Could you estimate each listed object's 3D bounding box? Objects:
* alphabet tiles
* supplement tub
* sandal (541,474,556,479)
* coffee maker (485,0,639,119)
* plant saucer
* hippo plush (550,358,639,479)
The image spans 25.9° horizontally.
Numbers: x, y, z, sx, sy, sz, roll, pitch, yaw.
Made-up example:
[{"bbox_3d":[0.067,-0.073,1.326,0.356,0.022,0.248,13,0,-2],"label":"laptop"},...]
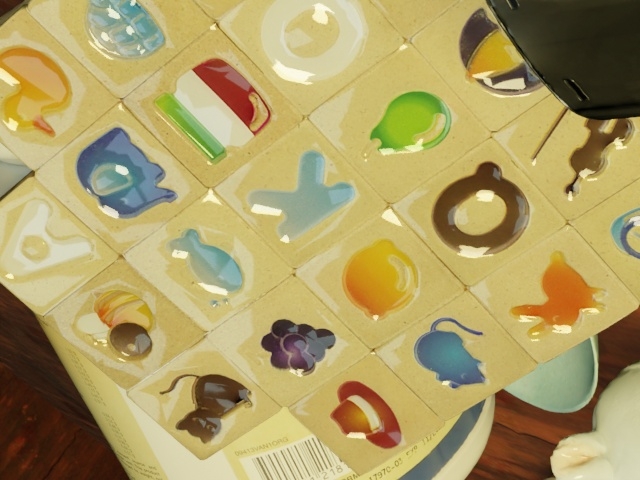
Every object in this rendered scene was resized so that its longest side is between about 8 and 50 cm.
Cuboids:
[{"bbox_3d":[0.012,-0.036,0.613,0.343,0.011,0.285,-35,114,23],"label":"alphabet tiles"},{"bbox_3d":[-0.050,0.005,0.785,0.228,0.228,0.316,14,135,48],"label":"supplement tub"},{"bbox_3d":[0.339,0.309,1.147,0.416,0.102,0.169,21,157,36],"label":"sandal"},{"bbox_3d":[0.129,-0.092,0.400,0.178,0.171,0.120,3,117,54],"label":"coffee maker"},{"bbox_3d":[0.106,0.014,0.836,0.195,0.037,0.195,46,159,23],"label":"plant saucer"},{"bbox_3d":[0.275,0.153,0.799,0.236,0.234,0.294,62,153,-2],"label":"hippo plush"}]
